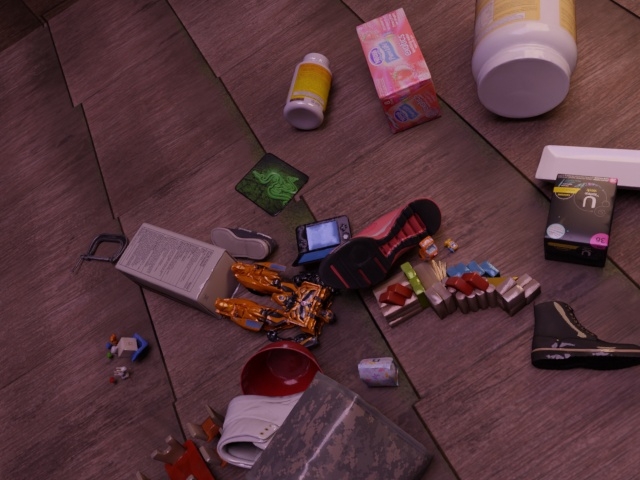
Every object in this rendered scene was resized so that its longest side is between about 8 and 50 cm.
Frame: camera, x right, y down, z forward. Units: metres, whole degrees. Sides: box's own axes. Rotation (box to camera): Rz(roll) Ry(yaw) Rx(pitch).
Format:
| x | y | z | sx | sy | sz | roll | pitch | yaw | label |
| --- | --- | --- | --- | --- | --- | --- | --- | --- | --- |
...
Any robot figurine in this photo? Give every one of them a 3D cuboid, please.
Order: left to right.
| x | y | z | sx | sy | sz | roll | pitch | yaw | label |
| --- | --- | --- | --- | --- | --- | --- | --- | --- | --- |
| -0.101 | 0.147 | 1.353 | 0.291 | 0.085 | 0.211 | 10 | 67 | 27 | robot figurine |

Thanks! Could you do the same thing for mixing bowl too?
| x | y | z | sx | sy | sz | roll | pitch | yaw | label |
| --- | --- | --- | --- | --- | --- | --- | --- | --- | --- |
| -0.076 | 0.287 | 1.230 | 0.182 | 0.181 | 0.098 | -19 | 16 | 11 | mixing bowl |

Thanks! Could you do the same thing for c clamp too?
| x | y | z | sx | sy | sz | roll | pitch | yaw | label |
| --- | --- | --- | --- | --- | --- | --- | --- | --- | --- |
| -0.648 | 0.038 | 1.684 | 0.161 | 0.022 | 0.137 | -2 | 56 | 23 | c clamp |

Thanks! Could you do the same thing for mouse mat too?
| x | y | z | sx | sy | sz | roll | pitch | yaw | label |
| --- | --- | --- | --- | --- | --- | --- | --- | --- | --- |
| -0.140 | -0.162 | 1.599 | 0.190 | 0.007 | 0.152 | 35 | 78 | 33 | mouse mat |

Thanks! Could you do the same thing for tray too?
| x | y | z | sx | sy | sz | roll | pitch | yaw | label |
| --- | --- | --- | --- | --- | --- | --- | --- | --- | --- |
| 0.625 | -0.155 | 1.246 | 0.271 | 0.030 | 0.145 | 9 | 44 | 26 | tray |

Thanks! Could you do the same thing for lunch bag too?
| x | y | z | sx | sy | sz | roll | pitch | yaw | label |
| --- | --- | --- | --- | --- | --- | --- | --- | --- | --- |
| 0.054 | 0.420 | 1.034 | 0.235 | 0.287 | 0.169 | -54 | 26 | -14 | lunch bag |
| 0.123 | 0.274 | 1.188 | 0.071 | 0.083 | 0.053 | -8 | 59 | 19 | lunch bag |

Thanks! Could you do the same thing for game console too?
| x | y | z | sx | sy | sz | roll | pitch | yaw | label |
| --- | --- | --- | --- | --- | --- | --- | --- | --- | --- |
| 0.000 | 0.000 | 1.393 | 0.144 | 0.085 | 0.124 | -13 | 74 | 15 | game console |

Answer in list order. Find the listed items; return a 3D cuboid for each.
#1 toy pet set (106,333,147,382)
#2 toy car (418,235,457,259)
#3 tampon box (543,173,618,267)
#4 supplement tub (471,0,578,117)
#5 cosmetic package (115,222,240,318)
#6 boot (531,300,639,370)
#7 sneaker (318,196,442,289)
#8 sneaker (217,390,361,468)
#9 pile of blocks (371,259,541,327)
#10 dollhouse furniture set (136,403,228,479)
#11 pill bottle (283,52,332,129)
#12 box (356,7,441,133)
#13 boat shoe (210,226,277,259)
| x | y | z | sx | sy | sz | roll | pitch | yaw | label |
| --- | --- | --- | --- | --- | --- | --- | --- | --- | --- |
| -0.499 | 0.290 | 1.463 | 0.114 | 0.065 | 0.122 | -52 | 44 | 32 | toy pet set |
| 0.270 | 0.011 | 1.266 | 0.122 | 0.060 | 0.040 | -21 | 45 | -32 | toy car |
| 0.545 | -0.043 | 1.189 | 0.121 | 0.101 | 0.161 | 8 | 65 | 26 | tampon box |
| 0.498 | -0.494 | 1.389 | 0.241 | 0.241 | 0.331 | 0 | 61 | 22 | supplement tub |
| -0.364 | 0.076 | 1.477 | 0.296 | 0.129 | 0.153 | 17 | 68 | 30 | cosmetic package |
| 0.511 | 0.175 | 1.097 | 0.198 | 0.077 | 0.137 | -2 | 55 | 20 | boot |
| 0.135 | 0.016 | 1.312 | 0.314 | 0.136 | 0.116 | -32 | 94 | -8 | sneaker |
| -0.056 | 0.383 | 1.123 | 0.293 | 0.108 | 0.169 | -7 | 17 | 6 | sneaker |
| 0.277 | 0.088 | 1.216 | 0.362 | 0.112 | 0.148 | -8 | 59 | 18 | pile of blocks |
| -0.254 | 0.532 | 1.189 | 0.262 | 0.135 | 0.259 | -44 | 44 | -7 | dollhouse furniture set |
| -0.031 | -0.438 | 1.648 | 0.117 | 0.117 | 0.214 | 0 | 62 | 22 | pill bottle |
| 0.210 | -0.464 | 1.543 | 0.142 | 0.154 | 0.299 | -19 | 57 | 11 | box |
| -0.205 | 0.004 | 1.509 | 0.206 | 0.075 | 0.065 | 13 | 24 | 34 | boat shoe |
